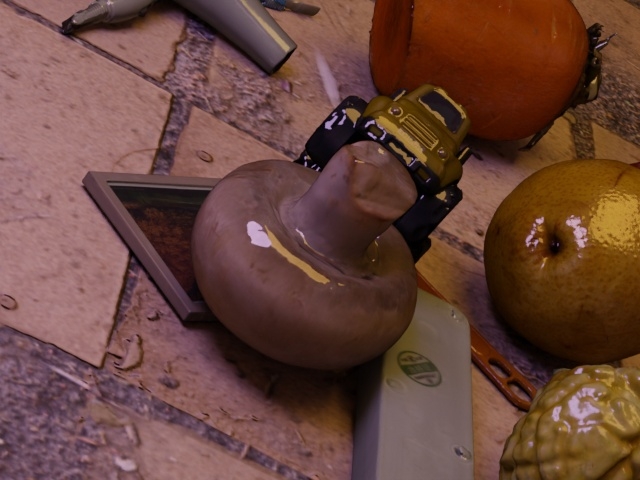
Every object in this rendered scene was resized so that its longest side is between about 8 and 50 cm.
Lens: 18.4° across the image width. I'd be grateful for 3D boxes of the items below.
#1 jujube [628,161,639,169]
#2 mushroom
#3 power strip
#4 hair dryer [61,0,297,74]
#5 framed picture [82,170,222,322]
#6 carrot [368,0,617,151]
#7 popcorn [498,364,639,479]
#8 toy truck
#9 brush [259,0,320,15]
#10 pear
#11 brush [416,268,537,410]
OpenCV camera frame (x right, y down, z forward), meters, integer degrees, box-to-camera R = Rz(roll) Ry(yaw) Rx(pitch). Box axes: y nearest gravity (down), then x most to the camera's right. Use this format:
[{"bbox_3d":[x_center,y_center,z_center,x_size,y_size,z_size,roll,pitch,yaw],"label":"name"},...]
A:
[{"bbox_3d":[0.404,0.002,2.164,0.230,0.155,0.155,33,27,6],"label":"jujube"},{"bbox_3d":[0.000,0.000,1.642,0.204,0.204,0.204,26,28,-15],"label":"mushroom"},{"bbox_3d":[0.077,0.155,1.657,0.091,0.062,0.385,27,29,-12],"label":"power strip"},{"bbox_3d":[-0.135,-0.226,2.055,0.229,0.092,0.267,34,41,-13],"label":"hair dryer"},{"bbox_3d":[-0.076,0.006,1.780,0.250,0.016,0.184,2,41,-46],"label":"framed picture"},{"bbox_3d":[0.186,-0.210,2.225,0.331,0.214,0.193,14,51,-28],"label":"carrot"},{"bbox_3d":[0.232,0.188,1.680,0.142,0.173,0.173,26,23,22],"label":"popcorn"},{"bbox_3d":[0.069,-0.070,1.809,0.147,0.224,0.165,42,65,4],"label":"toy truck"},{"bbox_3d":[-0.036,-0.268,2.263,0.083,0.016,0.013,10,48,-37],"label":"brush"},{"bbox_3d":[0.257,0.021,1.923,0.209,0.209,0.209,26,28,-15],"label":"pear"},{"bbox_3d":[0.103,0.053,1.901,0.314,0.017,0.090,46,32,22],"label":"brush"}]
